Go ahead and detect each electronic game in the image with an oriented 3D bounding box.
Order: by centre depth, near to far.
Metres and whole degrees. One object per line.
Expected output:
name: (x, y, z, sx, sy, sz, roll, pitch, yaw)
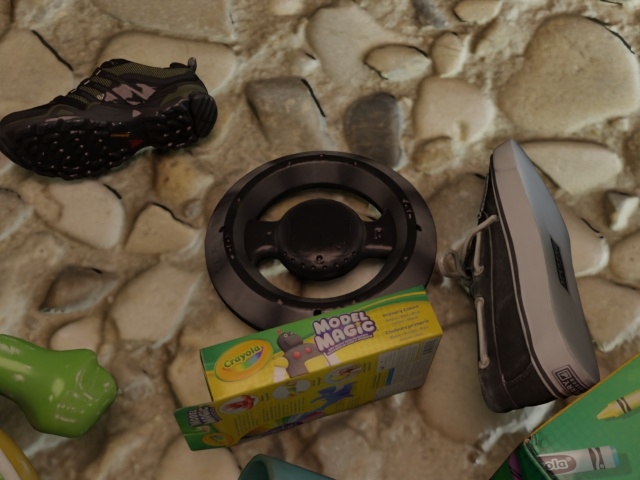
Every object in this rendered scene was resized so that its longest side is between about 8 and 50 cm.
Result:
electronic game: (0.000, 0.000, 0.803, 0.229, 0.048, 0.229, -1, 55, 2)

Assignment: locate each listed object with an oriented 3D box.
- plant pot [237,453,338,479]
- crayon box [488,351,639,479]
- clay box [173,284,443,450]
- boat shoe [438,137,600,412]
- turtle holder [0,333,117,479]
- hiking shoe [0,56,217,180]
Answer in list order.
plant pot: (0.039, 0.306, 0.511, 0.235, 0.293, 0.293, 16, 60, -10)
crayon box: (0.273, 0.141, 0.663, 0.278, 0.165, 0.081, -30, 66, -17)
clay box: (-0.014, 0.114, 0.695, 0.222, 0.127, 0.053, -14, 61, -10)
boat shoe: (0.176, 0.025, 0.760, 0.105, 0.113, 0.306, -28, 41, 27)
turtle holder: (-0.303, 0.220, 0.597, 0.227, 0.243, 0.320, 32, 24, -1)
hiking shoe: (-0.230, -0.138, 0.869, 0.226, 0.086, 0.114, -12, 48, -14)
